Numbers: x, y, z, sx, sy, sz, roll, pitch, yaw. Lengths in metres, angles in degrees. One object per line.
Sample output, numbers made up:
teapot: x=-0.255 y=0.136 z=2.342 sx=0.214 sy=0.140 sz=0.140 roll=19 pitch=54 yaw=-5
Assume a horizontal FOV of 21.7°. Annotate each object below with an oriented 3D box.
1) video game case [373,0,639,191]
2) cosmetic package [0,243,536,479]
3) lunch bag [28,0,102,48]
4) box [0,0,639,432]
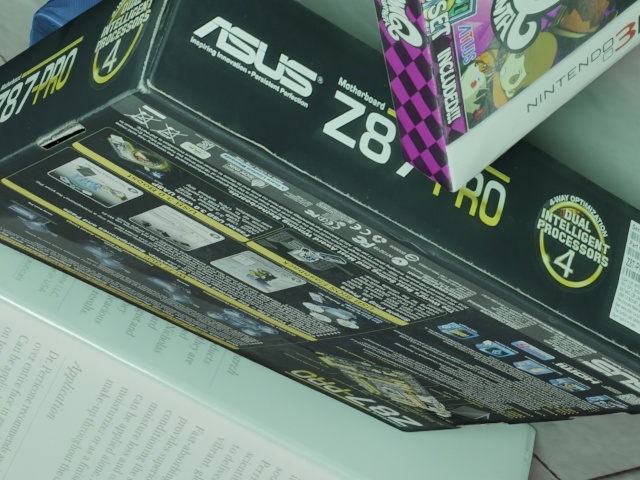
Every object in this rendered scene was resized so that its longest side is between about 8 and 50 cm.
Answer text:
video game case: x=0.106 y=-0.161 z=0.709 sx=0.042 sy=0.210 sz=0.232 roll=38 pitch=156 yaw=34
cosmetic package: x=-0.095 y=0.154 z=1.253 sx=0.453 sy=0.161 sz=0.230 roll=29 pitch=125 yaw=-4
lunch bag: x=-0.137 y=-0.127 z=1.036 sx=0.067 sy=0.065 sz=0.098 roll=37 pitch=151 yaw=2
box: x=0.000 y=0.000 z=0.992 sx=0.395 sy=0.097 sz=0.318 roll=27 pitch=156 yaw=-25
